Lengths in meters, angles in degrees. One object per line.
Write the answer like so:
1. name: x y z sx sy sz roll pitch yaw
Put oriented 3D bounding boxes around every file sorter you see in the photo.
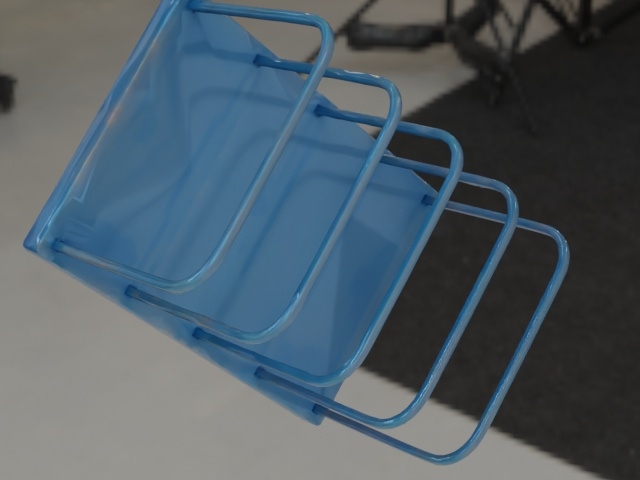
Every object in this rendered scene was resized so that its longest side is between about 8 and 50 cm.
1. file sorter: 0.000 0.000 0.604 0.104 0.170 0.118 18 76 48
